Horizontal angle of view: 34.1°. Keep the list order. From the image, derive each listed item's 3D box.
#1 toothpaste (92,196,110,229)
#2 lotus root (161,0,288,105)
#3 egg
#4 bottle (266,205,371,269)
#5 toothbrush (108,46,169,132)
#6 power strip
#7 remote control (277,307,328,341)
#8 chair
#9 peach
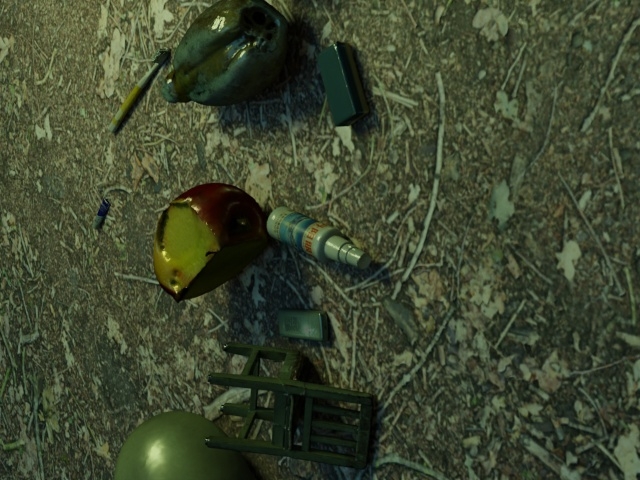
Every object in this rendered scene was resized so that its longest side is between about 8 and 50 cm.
[{"bbox_3d":[-0.477,-0.058,2.270,0.024,0.015,0.083,50,127,23],"label":"toothpaste"},{"bbox_3d":[-0.161,-0.303,1.742,0.158,0.140,0.322,58,148,-9],"label":"lotus root"},{"bbox_3d":[-0.238,0.479,1.873,0.258,0.258,0.352,-36,67,48],"label":"egg"},{"bbox_3d":[0.000,0.000,1.650,0.217,0.060,0.060,24,114,46],"label":"bottle"},{"bbox_3d":[-0.369,-0.296,2.083,0.288,0.024,0.021,-42,66,46],"label":"toothbrush"},{"bbox_3d":[0.033,-0.239,1.584,0.056,0.032,0.123,-26,75,50],"label":"power strip"},{"bbox_3d":[-0.031,0.141,1.743,0.124,0.017,0.053,-1,94,51],"label":"remote control"},{"bbox_3d":[-0.044,0.267,1.715,0.270,0.147,0.136,5,108,6],"label":"chair"},{"bbox_3d":[-0.192,-0.004,1.813,0.267,0.153,0.159,-50,59,51],"label":"peach"}]
